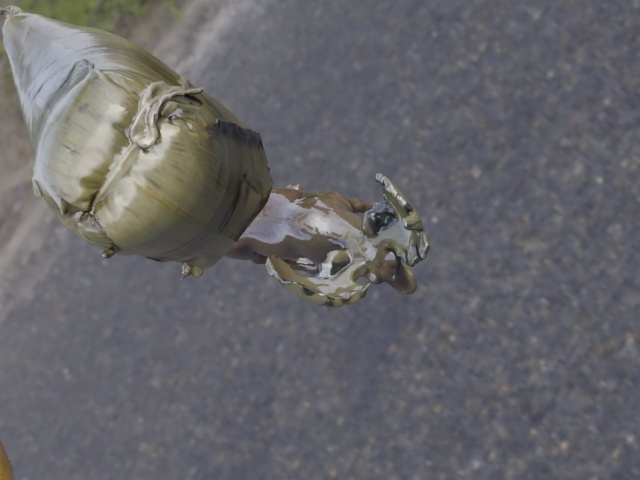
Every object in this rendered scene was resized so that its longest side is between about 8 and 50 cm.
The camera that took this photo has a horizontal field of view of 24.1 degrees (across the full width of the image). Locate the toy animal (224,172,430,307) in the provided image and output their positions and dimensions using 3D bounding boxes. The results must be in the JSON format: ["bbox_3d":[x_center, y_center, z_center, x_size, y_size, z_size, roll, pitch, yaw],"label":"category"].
[{"bbox_3d":[0.000,0.000,1.072,0.214,0.186,0.094,7,87,28],"label":"toy animal"}]

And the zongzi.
[{"bbox_3d":[-0.123,-0.070,0.775,0.099,0.197,0.194,-48,-7,3],"label":"zongzi"}]

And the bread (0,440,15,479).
[{"bbox_3d":[-0.220,0.122,0.835,0.077,0.114,0.189,-29,50,-23],"label":"bread"}]
